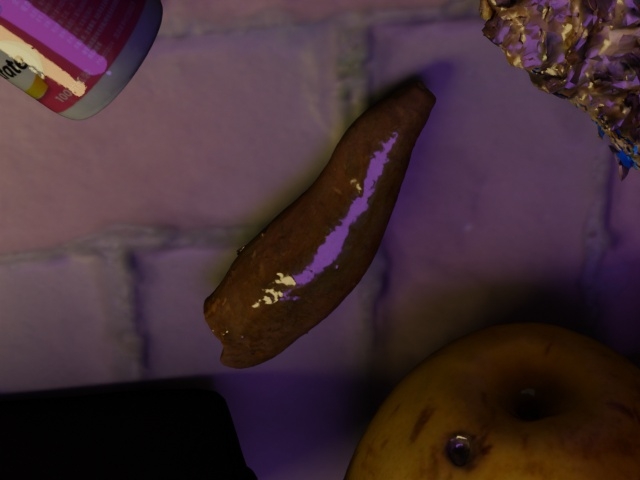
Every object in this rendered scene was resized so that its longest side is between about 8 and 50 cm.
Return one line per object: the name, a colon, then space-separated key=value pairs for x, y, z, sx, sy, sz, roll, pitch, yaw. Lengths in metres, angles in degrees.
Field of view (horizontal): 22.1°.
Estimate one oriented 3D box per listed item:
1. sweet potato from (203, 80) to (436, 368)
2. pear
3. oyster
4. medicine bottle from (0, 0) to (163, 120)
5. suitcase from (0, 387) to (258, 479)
sweet potato: x=0.000 y=0.000 z=1.065 sx=0.077 sy=0.077 sz=0.243 roll=25 pitch=123 yaw=-27
pear: x=0.144 y=0.198 z=1.132 sx=0.281 sy=0.280 sz=0.280 roll=-5 pitch=130 yaw=-6
oyster: x=0.188 y=-0.150 z=0.966 sx=0.198 sy=0.092 sz=0.259 roll=-10 pitch=128 yaw=-6
medicine bottle: x=-0.194 y=-0.157 z=0.889 sx=0.217 sy=0.090 sz=0.090 roll=35 pitch=117 yaw=-24
suitcase: x=-0.183 y=0.254 z=1.073 sx=0.339 sy=0.345 sz=0.188 roll=-5 pitch=125 yaw=-5
